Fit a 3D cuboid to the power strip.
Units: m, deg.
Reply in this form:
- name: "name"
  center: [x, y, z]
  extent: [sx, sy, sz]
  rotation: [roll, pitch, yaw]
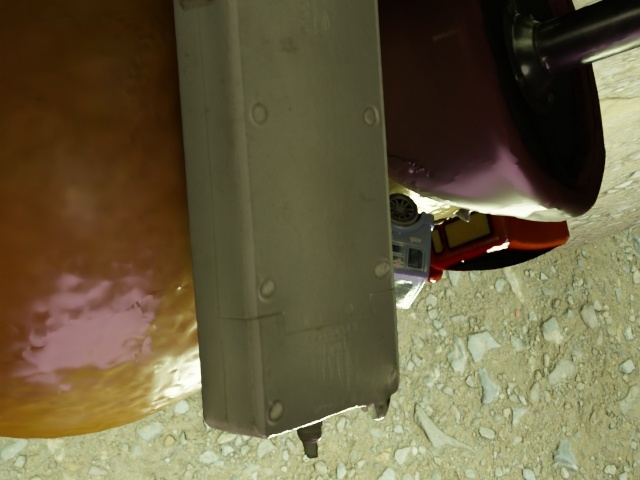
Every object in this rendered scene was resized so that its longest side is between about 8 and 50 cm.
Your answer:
- name: "power strip"
  center: [-0.016, -0.076, 0.422]
  extent: [0.043, 0.367, 0.106]
  rotation: [-1, -177, 44]

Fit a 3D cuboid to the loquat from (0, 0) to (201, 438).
- name: "loquat"
  center: [-0.158, -0.042, 0.534]
  extent: [0.328, 0.329, 0.328]
  rotation: [-12, 170, -2]

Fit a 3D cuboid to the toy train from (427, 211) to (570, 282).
- name: "toy train"
  center: [0.126, -0.070, 0.975]
  extent: [0.163, 0.232, 0.369]
  rotation: [1, 163, -40]

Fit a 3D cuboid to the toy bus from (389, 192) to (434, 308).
- name: "toy bus"
  center: [0.000, 0.000, 0.691]
  extent: [0.167, 0.076, 0.073]
  rotation: [11, 146, -8]

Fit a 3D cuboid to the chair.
- name: "chair"
  center: [0.220, -0.143, 0.497]
  extent: [0.401, 0.227, 0.226]
  rotation: [-15, 170, 33]

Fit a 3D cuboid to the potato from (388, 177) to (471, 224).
- name: "potato"
  center: [0.007, -0.109, 0.682]
  extent: [0.264, 0.211, 0.189]
  rotation: [-7, 177, -19]
